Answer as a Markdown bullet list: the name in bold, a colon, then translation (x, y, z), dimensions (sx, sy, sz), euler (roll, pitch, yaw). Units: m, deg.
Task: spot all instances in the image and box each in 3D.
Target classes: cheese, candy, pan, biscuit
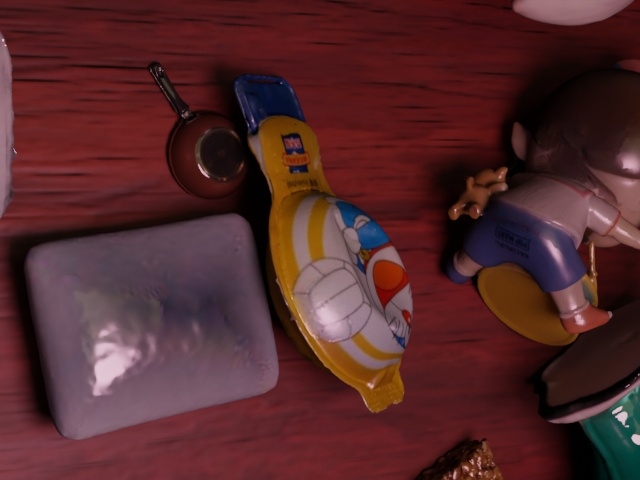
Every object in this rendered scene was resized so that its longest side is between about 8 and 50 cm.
- **cheese**: translation (0.000, 0.000, 1.049), dimensions (0.177, 0.069, 0.270), euler (-10, 76, -62)
- **candy**: translation (-0.117, 0.058, 0.989), dimensions (0.174, 0.071, 0.138), euler (-10, 89, -30)
- **pan**: translation (-0.092, -0.085, 1.046), dimensions (0.068, 0.023, 0.115), euler (-38, 103, -26)
- **biscuit**: translation (0.068, 0.234, 1.097), dimensions (0.199, 0.034, 0.064), euler (-32, 100, -28)

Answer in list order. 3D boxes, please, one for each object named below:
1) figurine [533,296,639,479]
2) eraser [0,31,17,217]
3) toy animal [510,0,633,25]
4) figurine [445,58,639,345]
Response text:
- **figurine**: translation (0.342, 0.216, 1.147), dimensions (0.324, 0.231, 0.340), euler (-41, 99, -32)
- **eraser**: translation (-0.277, -0.031, 0.819), dimensions (0.227, 0.081, 0.174), euler (-45, 148, -53)
- **toy animal**: translation (0.196, -0.357, 1.134), dimensions (0.258, 0.194, 0.357), euler (-22, 90, -34)
- **figurine**: translation (0.227, -0.047, 1.162), dimensions (0.275, 0.161, 0.158), euler (-48, 148, -22)
